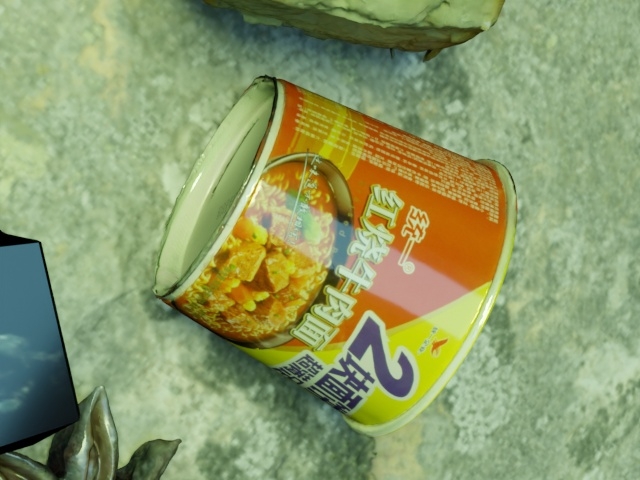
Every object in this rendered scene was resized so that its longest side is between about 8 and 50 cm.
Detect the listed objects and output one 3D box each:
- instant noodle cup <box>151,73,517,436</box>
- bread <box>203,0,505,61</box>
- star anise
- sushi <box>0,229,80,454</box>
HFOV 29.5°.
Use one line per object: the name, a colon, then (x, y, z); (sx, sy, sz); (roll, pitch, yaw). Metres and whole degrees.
instant noodle cup: (0.000, 0.000, 0.806); (0.174, 0.213, 0.213); (28, 88, -18)
bread: (0.019, -0.244, 0.725); (0.225, 0.279, 0.250); (11, 95, -12)
star anise: (-0.180, 0.209, 0.821); (0.263, 0.081, 0.230); (1, 100, -36)
sushi: (-0.284, 0.024, 0.657); (0.216, 0.227, 0.212); (-17, 100, -27)
